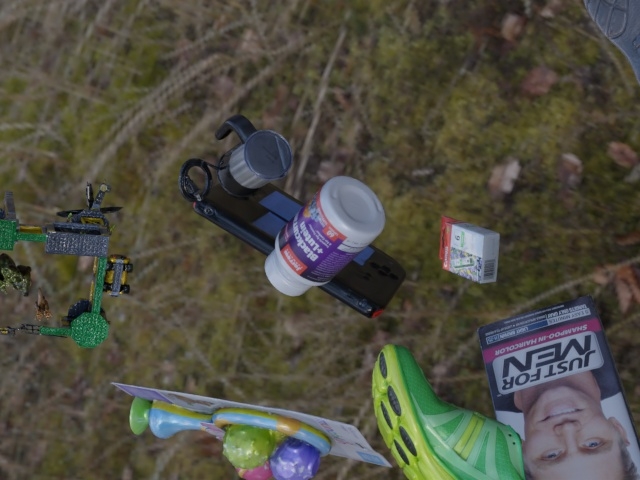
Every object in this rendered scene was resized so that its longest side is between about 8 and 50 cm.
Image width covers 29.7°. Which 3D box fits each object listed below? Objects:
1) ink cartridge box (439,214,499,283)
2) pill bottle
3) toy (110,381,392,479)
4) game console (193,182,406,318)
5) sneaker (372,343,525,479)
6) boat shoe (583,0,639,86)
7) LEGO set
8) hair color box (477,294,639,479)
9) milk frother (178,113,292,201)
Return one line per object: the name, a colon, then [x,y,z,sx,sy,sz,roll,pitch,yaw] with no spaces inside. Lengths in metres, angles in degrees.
ink cartridge box: [0.177,0.010,1.515,0.115,0.029,0.063,23,115,54]
pill bottle: [0.000,0.000,1.779,0.193,0.108,0.108,-45,45,41]
toy: [-0.067,0.186,1.096,0.237,0.137,0.056,11,70,22]
game console: [-0.027,0.000,2.225,0.060,0.386,0.342,-60,-5,11]
sneaker: [0.163,0.244,1.409,0.295,0.123,0.109,55,156,10]
boat shoe: [0.425,-0.282,1.506,0.123,0.116,0.324,-41,57,43]
LEGO set: [-0.477,0.035,1.931,0.192,0.331,0.255,-130,40,-65]
hair color box: [0.332,0.252,1.619,0.174,0.105,0.347,-18,46,12]
milk frother: [-0.141,-0.115,1.941,0.143,0.129,0.135,-55,13,-22]
